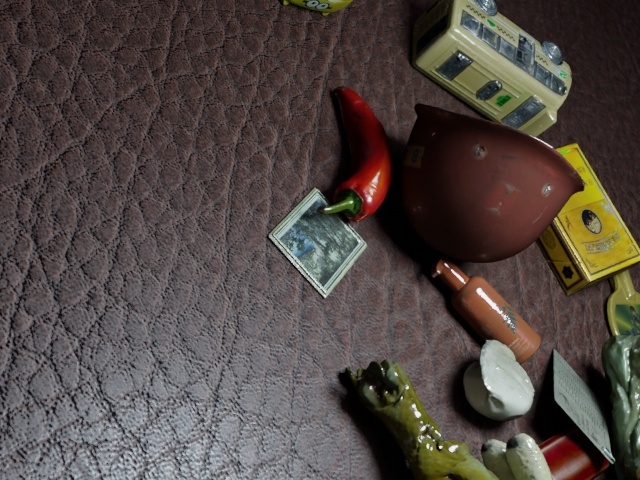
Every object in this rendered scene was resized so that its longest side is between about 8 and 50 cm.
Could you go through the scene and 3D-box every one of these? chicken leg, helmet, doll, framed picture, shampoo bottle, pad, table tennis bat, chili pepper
[{"bbox_3d":[0.187,0.342,1.550,0.152,0.201,0.429,-34,72,-10],"label":"chicken leg"},{"bbox_3d":[0.280,-0.076,1.870,0.337,0.230,0.385,28,0,-13],"label":"helmet"},{"bbox_3d":[0.357,0.428,1.614,0.175,0.149,0.278,47,17,-89],"label":"doll"},{"bbox_3d":[0.000,0.000,1.750,0.142,0.011,0.183,48,38,-5],"label":"framed picture"},{"bbox_3d":[0.414,0.400,1.804,0.260,0.064,0.102,-14,70,-49],"label":"shampoo bottle"},{"bbox_3d":[0.490,0.302,1.929,0.159,0.009,0.265,47,18,-3],"label":"pad"},{"bbox_3d":[0.296,0.124,1.891,0.244,0.085,0.085,44,39,-7],"label":"shampoo bottle"},{"bbox_3d":[0.687,0.152,2.290,0.198,0.050,0.321,7,60,-39],"label":"table tennis bat"},{"bbox_3d":[0.067,-0.141,1.882,0.137,0.092,0.368,19,39,-11],"label":"chili pepper"}]

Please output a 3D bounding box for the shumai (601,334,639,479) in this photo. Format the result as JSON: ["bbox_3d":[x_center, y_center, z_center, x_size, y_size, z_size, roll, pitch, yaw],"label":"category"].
[{"bbox_3d":[0.616,0.350,1.929,0.304,0.309,0.263,29,62,21],"label":"shumai"}]

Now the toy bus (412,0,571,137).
[{"bbox_3d":[0.385,-0.389,2.309,0.365,0.177,0.202,29,47,-21],"label":"toy bus"}]

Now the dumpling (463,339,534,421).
[{"bbox_3d":[0.307,0.244,1.797,0.176,0.092,0.150,12,54,-38],"label":"dumpling"}]

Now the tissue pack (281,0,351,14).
[{"bbox_3d":[-0.011,-0.530,2.065,0.178,0.127,0.123,4,51,-44],"label":"tissue pack"}]

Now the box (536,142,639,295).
[{"bbox_3d":[0.546,-0.050,2.238,0.192,0.084,0.302,-18,74,-34],"label":"box"}]
